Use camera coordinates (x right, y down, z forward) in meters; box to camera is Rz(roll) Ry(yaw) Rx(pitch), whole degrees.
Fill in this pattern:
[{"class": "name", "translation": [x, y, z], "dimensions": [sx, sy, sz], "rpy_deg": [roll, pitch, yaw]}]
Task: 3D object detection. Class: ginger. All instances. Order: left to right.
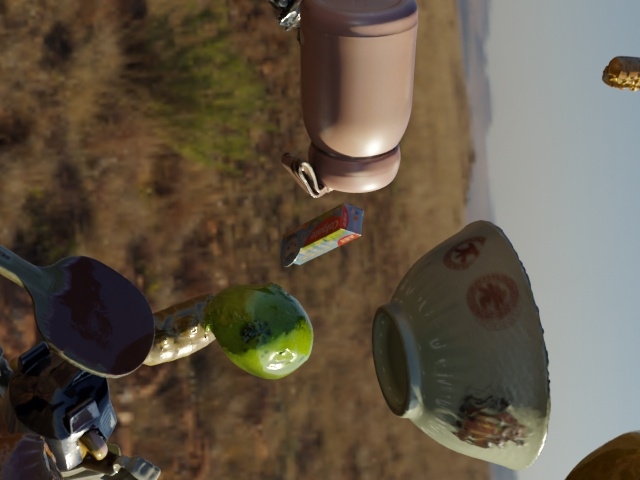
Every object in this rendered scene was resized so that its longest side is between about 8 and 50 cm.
[{"class": "ginger", "translation": [-0.193, 0.126, 1.783], "dimensions": [0.205, 0.115, 0.081], "rpy_deg": [-28, 127, -46]}]

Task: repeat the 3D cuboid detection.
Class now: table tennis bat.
[{"class": "table tennis bat", "translation": [-0.285, 0.066, 1.392], "dimensions": [0.234, 0.022, 0.131], "rpy_deg": [34, 51, -24]}]

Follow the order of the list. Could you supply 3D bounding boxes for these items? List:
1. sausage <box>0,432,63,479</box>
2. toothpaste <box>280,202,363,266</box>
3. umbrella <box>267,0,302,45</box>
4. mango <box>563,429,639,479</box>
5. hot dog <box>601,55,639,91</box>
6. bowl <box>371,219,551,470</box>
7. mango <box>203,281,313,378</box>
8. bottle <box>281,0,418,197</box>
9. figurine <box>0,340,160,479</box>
[{"class": "sausage", "translation": [-0.329, 0.248, 0.960], "dimensions": [0.083, 0.300, 0.089], "rpy_deg": [57, 2, 29]}, {"class": "toothpaste", "translation": [0.000, 0.000, 2.101], "dimensions": [0.193, 0.044, 0.070], "rpy_deg": [-26, -129, 53]}, {"class": "umbrella", "translation": [-0.004, -0.344, 2.001], "dimensions": [0.272, 0.110, 0.122], "rpy_deg": [49, 42, -34]}, {"class": "mango", "translation": [0.348, 0.342, 1.413], "dimensions": [0.211, 0.173, 0.317], "rpy_deg": [-98, -161, -50]}, {"class": "hot dog", "translation": [0.541, -0.266, 2.015], "dimensions": [0.071, 0.165, 0.045], "rpy_deg": [112, -17, -70]}, {"class": "bowl", "translation": [0.163, 0.149, 1.636], "dimensions": [0.337, 0.157, 0.337], "rpy_deg": [172, -90, -76]}, {"class": "mango", "translation": [-0.063, 0.101, 1.440], "dimensions": [0.119, 0.100, 0.178], "rpy_deg": [45, 3, 19]}, {"class": "bottle", "translation": [0.038, -0.217, 1.848], "dimensions": [0.173, 0.206, 0.297], "rpy_deg": [37, -45, 45]}, {"class": "figurine", "translation": [-0.344, 0.243, 1.667], "dimensions": [0.308, 0.308, 0.143], "rpy_deg": [74, 33, -54]}]
